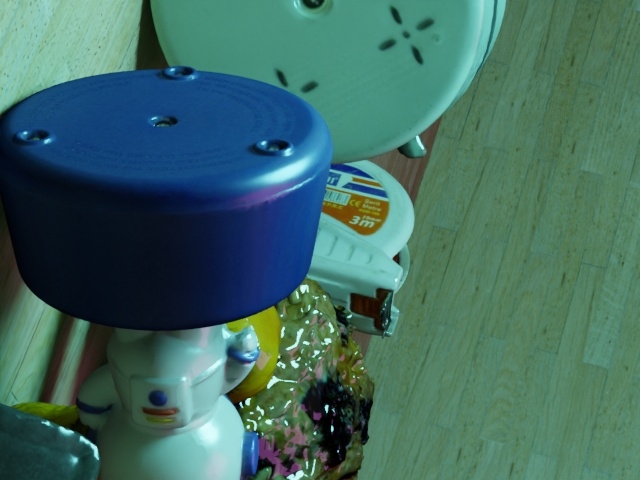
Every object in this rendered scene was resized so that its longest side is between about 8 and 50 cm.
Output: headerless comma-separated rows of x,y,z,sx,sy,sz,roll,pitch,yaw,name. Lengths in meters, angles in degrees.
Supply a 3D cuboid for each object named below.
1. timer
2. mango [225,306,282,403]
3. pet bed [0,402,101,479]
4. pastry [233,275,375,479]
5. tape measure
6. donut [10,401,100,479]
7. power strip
-0.131,0.072,1.286,0.270,0.270,0.383,-56,152,-60,timer
-0.132,0.074,1.574,0.145,0.219,0.112,-36,160,-24,mango
-0.268,0.231,1.123,0.159,0.183,0.211,86,21,-66,pet bed
-0.089,0.200,1.753,0.405,0.292,0.337,-42,136,-55,pastry
0.000,0.000,2.002,0.265,0.258,0.130,-64,162,-47,tape measure
-0.251,0.227,1.433,0.259,0.101,0.152,90,17,-49,donut
0.016,-0.242,1.511,0.161,0.357,0.357,-46,149,-66,power strip
